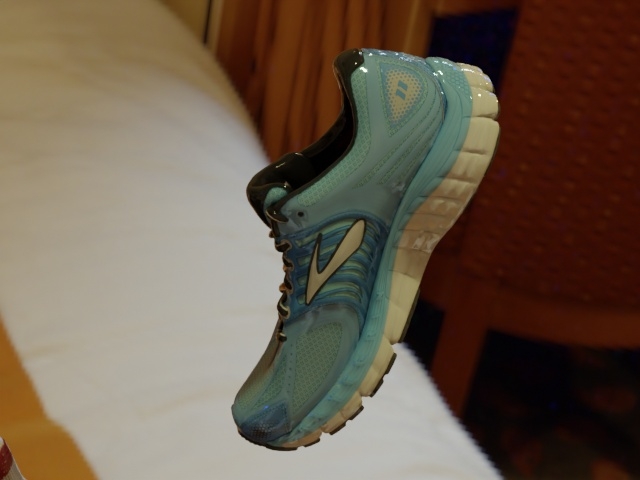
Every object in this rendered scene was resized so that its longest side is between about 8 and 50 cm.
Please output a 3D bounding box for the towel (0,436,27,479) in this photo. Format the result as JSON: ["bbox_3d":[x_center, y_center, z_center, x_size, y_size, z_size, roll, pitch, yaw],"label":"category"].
[{"bbox_3d":[-0.201,0.167,0.721,0.237,0.329,0.037,-2,57,6],"label":"towel"}]

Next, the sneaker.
[{"bbox_3d":[0.000,0.000,0.638,0.073,0.162,0.063,20,14,-18],"label":"sneaker"}]
